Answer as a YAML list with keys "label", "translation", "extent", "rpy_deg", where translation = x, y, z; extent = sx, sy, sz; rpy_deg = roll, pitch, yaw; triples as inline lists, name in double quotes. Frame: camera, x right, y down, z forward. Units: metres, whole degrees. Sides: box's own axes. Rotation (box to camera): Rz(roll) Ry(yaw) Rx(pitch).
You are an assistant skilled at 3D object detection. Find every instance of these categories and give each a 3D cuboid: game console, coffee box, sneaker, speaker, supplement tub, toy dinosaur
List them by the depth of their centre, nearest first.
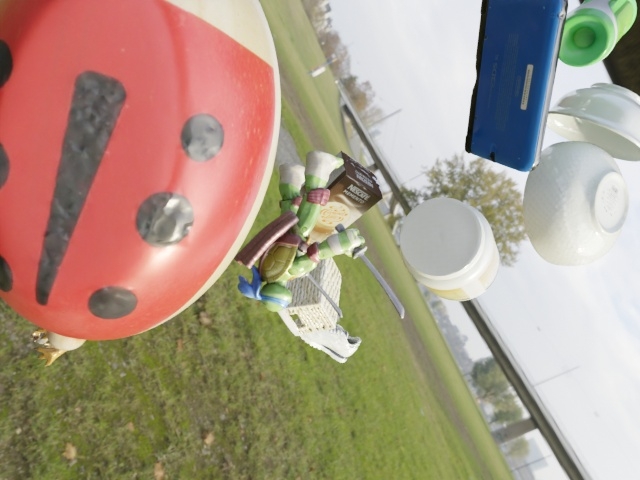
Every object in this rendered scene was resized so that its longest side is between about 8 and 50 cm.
- label: "toy dinosaur"
  translation: [-0.323, 0.109, 0.667]
  extent: [0.112, 0.211, 0.064]
  rpy_deg: [-54, 131, -64]
- label: "game console"
  translation: [0.381, -0.306, 0.921]
  extent: [0.250, 0.173, 0.293]
  rpy_deg: [-138, -139, -55]
- label: "speaker"
  translation: [0.628, -0.490, 1.117]
  extent: [0.296, 0.131, 0.131]
  rpy_deg: [-41, 108, -40]
- label: "supplement tub"
  translation: [0.338, 0.028, 1.281]
  extent: [0.316, 0.228, 0.228]
  rpy_deg: [32, 31, -62]
- label: "coffee box"
  translation: [0.027, -0.105, 1.332]
  extent: [0.141, 0.246, 0.098]
  rpy_deg: [27, 38, -33]
- label: "sneaker"
  translation: [0.020, 0.300, 1.581]
  extent: [0.235, 0.095, 0.090]
  rpy_deg: [32, 24, -24]

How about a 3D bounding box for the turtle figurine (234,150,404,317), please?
- label: "turtle figurine"
  translation: [0.000, 0.000, 0.859]
  extent: [0.198, 0.274, 0.267]
  rpy_deg: [102, -6, -78]

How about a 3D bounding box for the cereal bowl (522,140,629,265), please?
- label: "cereal bowl"
  translation: [0.692, -0.095, 1.283]
  extent: [0.141, 0.339, 0.339]
  rpy_deg: [6, -50, 60]

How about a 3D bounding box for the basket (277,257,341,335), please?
- label: "basket"
  translation: [-0.021, 0.113, 1.101]
  extent: [0.167, 0.103, 0.113]
  rpy_deg: [-82, 154, -42]

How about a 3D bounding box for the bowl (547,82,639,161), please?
- label: "bowl"
  translation: [0.783, -0.343, 1.361]
  extent: [0.297, 0.134, 0.298]
  rpy_deg: [26, 9, -5]

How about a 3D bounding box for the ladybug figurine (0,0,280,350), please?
- label: "ladybug figurine"
  translation: [-0.199, -0.091, 0.481]
  extent: [0.162, 0.304, 0.450]
  rpy_deg: [-119, -136, -78]
